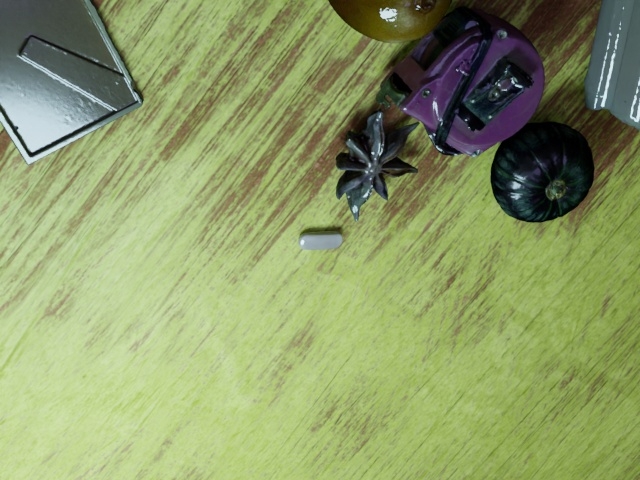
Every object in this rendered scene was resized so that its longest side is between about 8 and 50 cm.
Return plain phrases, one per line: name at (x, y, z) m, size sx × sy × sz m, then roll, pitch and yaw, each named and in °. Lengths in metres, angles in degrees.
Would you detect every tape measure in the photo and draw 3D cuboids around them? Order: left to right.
tape measure at (0.251, -0.259, 1.929) m, size 0.231 × 0.149 × 0.245 m, roll 30°, pitch 106°, yaw -33°

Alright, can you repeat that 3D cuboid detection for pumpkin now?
pumpkin at (0.406, -0.122, 2.095) m, size 0.202 × 0.140 × 0.202 m, roll -9°, pitch 124°, yaw -14°

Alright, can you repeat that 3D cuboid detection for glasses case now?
glasses case at (0.000, 0.000, 2.074) m, size 0.083 × 0.021 × 0.032 m, roll -4°, pitch 120°, yaw -22°

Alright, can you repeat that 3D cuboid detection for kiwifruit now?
kiwifruit at (0.103, -0.396, 1.722) m, size 0.196 × 0.234 × 0.196 m, roll -14°, pitch 129°, yaw -18°

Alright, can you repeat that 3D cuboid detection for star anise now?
star anise at (0.094, -0.139, 1.998) m, size 0.180 × 0.061 × 0.205 m, roll -21°, pitch 130°, yaw -17°

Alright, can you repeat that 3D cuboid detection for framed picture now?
framed picture at (-0.415, -0.272, 1.716) m, size 0.211 × 0.020 × 0.290 m, roll -28°, pitch 128°, yaw -4°

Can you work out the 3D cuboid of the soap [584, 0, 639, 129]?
soap at (0.634, -0.375, 1.898) m, size 0.212 × 0.350 × 0.435 m, roll -9°, pitch 122°, yaw -17°
